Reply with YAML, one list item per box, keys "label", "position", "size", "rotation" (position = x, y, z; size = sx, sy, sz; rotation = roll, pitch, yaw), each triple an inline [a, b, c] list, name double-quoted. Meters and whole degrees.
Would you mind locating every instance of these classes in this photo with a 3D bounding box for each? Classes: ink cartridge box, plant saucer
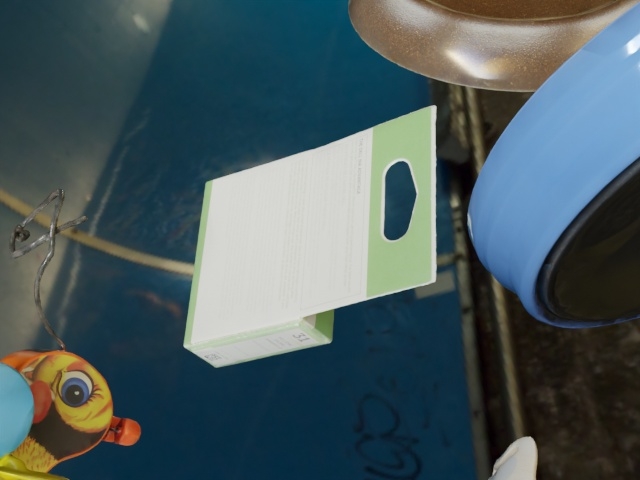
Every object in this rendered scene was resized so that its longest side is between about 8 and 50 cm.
- label: "ink cartridge box"
  position: [0.000, 0.000, 0.793]
  size: [0.056, 0.235, 0.171]
  rotation: [43, -139, -45]
- label: "plant saucer"
  position: [0.181, -0.243, 0.908]
  size: [0.310, 0.311, 0.050]
  rotation: [-89, -4, -48]

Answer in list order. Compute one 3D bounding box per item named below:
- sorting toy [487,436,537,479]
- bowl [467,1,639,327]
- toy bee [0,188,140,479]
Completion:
- label: "sorting toy"
  position: [0.093, 0.142, 0.498]
  size: [0.083, 0.045, 0.075]
  rotation: [109, -175, -53]
- label: "bowl"
  position: [0.299, -0.063, 0.691]
  size: [0.391, 0.391, 0.077]
  rotation: [38, -156, -59]
- label: "toy bee"
  position: [-0.214, 0.137, 0.695]
  size: [0.162, 0.298, 0.195]
  rotation: [42, 175, -27]
